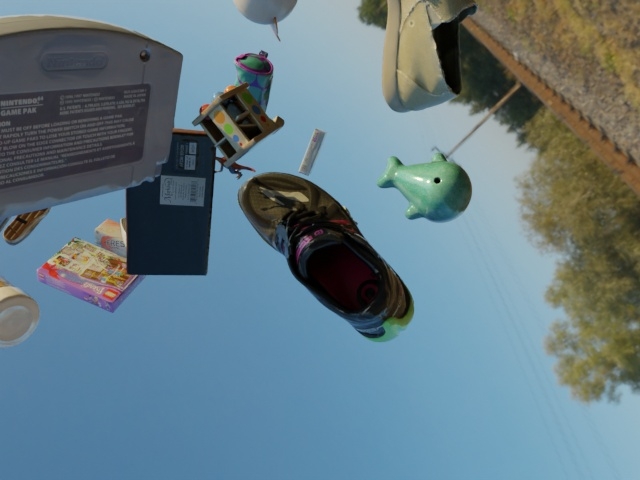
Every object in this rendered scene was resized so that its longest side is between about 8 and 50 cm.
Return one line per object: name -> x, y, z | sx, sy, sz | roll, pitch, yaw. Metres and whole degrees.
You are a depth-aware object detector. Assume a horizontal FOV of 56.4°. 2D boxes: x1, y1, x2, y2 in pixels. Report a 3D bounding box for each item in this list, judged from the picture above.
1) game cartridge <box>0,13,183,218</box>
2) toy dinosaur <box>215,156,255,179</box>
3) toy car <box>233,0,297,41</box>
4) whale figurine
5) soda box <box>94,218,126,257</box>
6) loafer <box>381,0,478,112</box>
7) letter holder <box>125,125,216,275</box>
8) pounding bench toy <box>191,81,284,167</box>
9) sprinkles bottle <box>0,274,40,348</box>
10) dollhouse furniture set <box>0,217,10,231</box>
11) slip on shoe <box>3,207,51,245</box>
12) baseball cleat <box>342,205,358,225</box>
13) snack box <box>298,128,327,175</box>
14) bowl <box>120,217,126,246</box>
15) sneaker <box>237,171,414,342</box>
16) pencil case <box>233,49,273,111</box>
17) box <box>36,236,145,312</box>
game cartridge -> -0.275, -0.132, 0.625 | 0.060, 0.196, 0.294 | 34, -148, 22
toy dinosaur -> -0.195, -0.167, 1.252 | 0.082, 0.090, 0.047 | 46, -146, -48
toy car -> -0.101, -0.448, 0.976 | 0.210, 0.219, 0.237 | -118, 17, -52
whale figurine -> 0.291, -0.162, 1.688 | 0.272, 0.216, 0.141 | 26, 174, 21
soda box -> -0.522, 0.008, 1.632 | 0.183, 0.058, 0.063 | 22, -142, 8
loafer -> 0.126, -0.275, 0.661 | 0.092, 0.268, 0.102 | 13, -151, 29
letter holder -> -0.289, -0.114, 1.147 | 0.152, 0.301, 0.214 | 1, -146, -15
pounding bench toy -> -0.081, -0.129, 0.625 | 0.065, 0.052, 0.083 | 53, -141, -8
sprinkles bottle -> -0.747, 0.103, 1.283 | 0.356, 0.121, 0.121 | 24, -172, 33
dollhouse furniture set -> -0.865, -0.099, 1.386 | 0.303, 0.286, 0.198 | 42, -164, -9
slip on shoe -> -0.665, -0.044, 1.363 | 0.052, 0.041, 0.135 | 27, -119, 0
baseball cleat -> 0.031, -0.052, 1.664 | 0.109, 0.072, 0.206 | 51, 166, -22
snack box -> -0.023, -0.274, 1.844 | 0.037, 0.141, 0.100 | 22, -168, -1
bowl -> -0.405, -0.002, 1.420 | 0.142, 0.053, 0.142 | 9, -165, -27
sneaker -> 0.000, 0.000, 1.222 | 0.483, 0.185, 0.202 | 41, 178, 25
pencil case -> -0.122, -0.242, 1.006 | 0.070, 0.151, 0.064 | 39, -129, 14
box -> -0.784, 0.114, 2.058 | 0.294, 0.057, 0.201 | 22, -139, 8
